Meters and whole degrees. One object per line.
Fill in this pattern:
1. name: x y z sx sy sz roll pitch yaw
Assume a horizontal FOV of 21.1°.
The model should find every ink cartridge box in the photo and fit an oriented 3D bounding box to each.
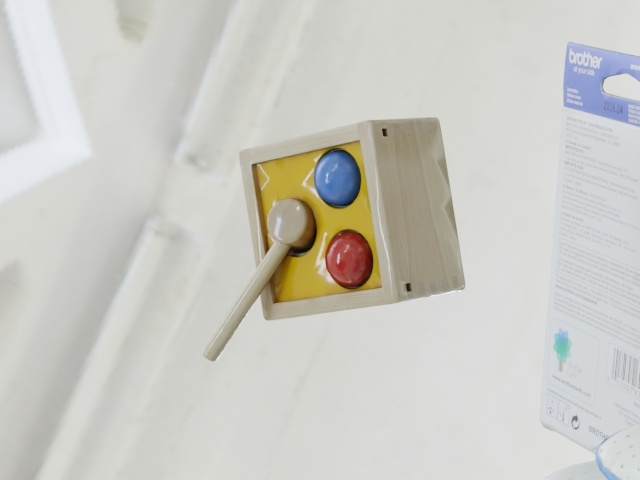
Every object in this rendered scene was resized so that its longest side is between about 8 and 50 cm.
1. ink cartridge box: 0.241 0.015 1.282 0.065 0.186 0.311 -5 -77 -22

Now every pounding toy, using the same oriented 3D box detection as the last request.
1. pounding toy: 0.000 0.000 1.070 0.100 0.141 0.130 -7 -92 -50

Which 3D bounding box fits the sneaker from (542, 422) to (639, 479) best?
1. sneaker: 0.133 0.155 0.431 0.323 0.236 0.130 -47 -34 -28
